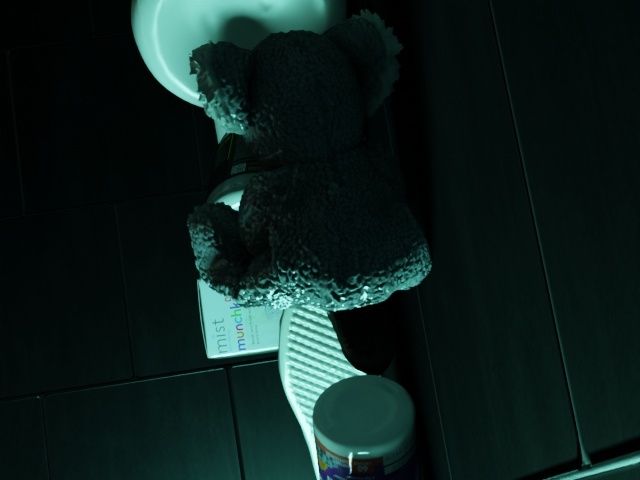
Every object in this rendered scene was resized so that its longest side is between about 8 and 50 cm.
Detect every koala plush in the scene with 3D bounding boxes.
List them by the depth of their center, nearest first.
[{"bbox_3d":[-0.006,-0.067,1.007,0.203,0.196,0.221,-151,52,-71],"label":"koala plush"}]

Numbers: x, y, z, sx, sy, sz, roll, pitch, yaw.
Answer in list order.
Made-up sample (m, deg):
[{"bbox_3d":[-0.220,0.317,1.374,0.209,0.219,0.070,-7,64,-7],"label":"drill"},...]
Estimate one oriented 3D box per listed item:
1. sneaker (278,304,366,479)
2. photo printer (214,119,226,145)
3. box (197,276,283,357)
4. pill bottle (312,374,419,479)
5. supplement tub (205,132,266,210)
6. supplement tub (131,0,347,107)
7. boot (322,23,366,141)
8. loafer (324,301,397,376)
[{"bbox_3d":[0.012,0.172,1.609,0.150,0.135,0.366,-112,15,-64],"label":"sneaker"},{"bbox_3d":[-0.046,-0.094,1.629,0.256,0.107,0.307,58,171,13],"label":"photo printer"},{"bbox_3d":[-0.065,0.106,1.917,0.262,0.231,0.127,120,141,-84],"label":"box"},{"bbox_3d":[0.051,0.246,1.326,0.108,0.108,0.193,-102,5,-52],"label":"pill bottle"},{"bbox_3d":[-0.063,-0.060,1.373,0.190,0.117,0.117,-86,-9,-54],"label":"supplement tub"},{"bbox_3d":[-0.105,-0.323,1.459,0.325,0.235,0.235,-102,5,-52],"label":"supplement tub"},{"bbox_3d":[0.022,-0.128,1.269,0.208,0.076,0.189,-35,-36,-74],"label":"boot"},{"bbox_3d":[0.033,0.065,1.425,0.078,0.080,0.220,86,174,-51],"label":"loafer"}]
